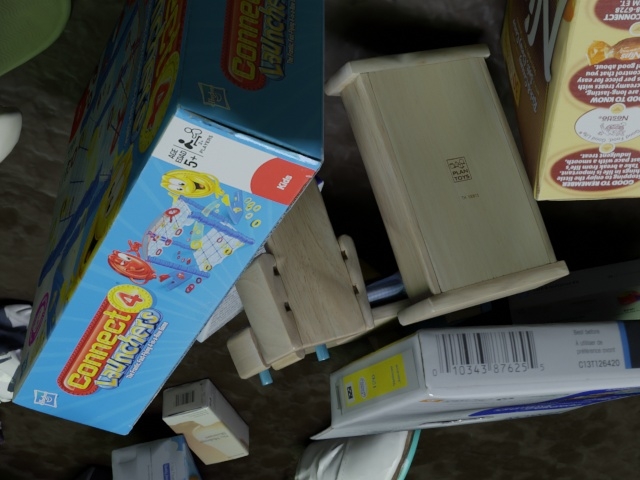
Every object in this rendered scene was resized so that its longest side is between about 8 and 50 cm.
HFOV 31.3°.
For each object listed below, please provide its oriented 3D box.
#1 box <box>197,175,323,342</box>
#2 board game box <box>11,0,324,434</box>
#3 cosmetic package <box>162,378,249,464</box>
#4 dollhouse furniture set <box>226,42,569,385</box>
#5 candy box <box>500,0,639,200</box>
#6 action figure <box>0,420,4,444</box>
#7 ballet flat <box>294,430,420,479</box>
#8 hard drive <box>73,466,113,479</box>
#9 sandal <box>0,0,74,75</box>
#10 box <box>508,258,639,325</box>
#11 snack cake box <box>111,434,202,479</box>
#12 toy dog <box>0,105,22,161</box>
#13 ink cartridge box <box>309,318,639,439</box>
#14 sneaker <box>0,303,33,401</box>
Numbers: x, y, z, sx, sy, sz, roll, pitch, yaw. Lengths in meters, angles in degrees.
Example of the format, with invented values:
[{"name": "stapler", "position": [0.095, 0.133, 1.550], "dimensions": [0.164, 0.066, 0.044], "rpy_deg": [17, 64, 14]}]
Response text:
[{"name": "box", "position": [-0.077, -0.001, 1.008], "dimensions": [0.072, 0.126, 0.137], "rpy_deg": [39, 139, 16]}, {"name": "board game box", "position": [-0.102, -0.077, 0.785], "dimensions": [0.086, 0.308, 0.302], "rpy_deg": [19, 134, -20]}, {"name": "cosmetic package", "position": [-0.131, 0.211, 1.321], "dimensions": [0.060, 0.041, 0.115], "rpy_deg": [-17, 137, 15]}, {"name": "dollhouse furniture set", "position": [0.000, 0.000, 0.968], "dimensions": [0.286, 0.198, 0.303], "rpy_deg": [-12, 168, -31]}, {"name": "candy box", "position": [0.189, -0.198, 0.756], "dimensions": [0.087, 0.183, 0.316], "rpy_deg": [-1, 139, -1]}, {"name": "action figure", "position": [-0.434, 0.282, 1.349], "dimensions": [0.185, 0.099, 0.285], "rpy_deg": [-17, 124, 26]}, {"name": "ballet flat", "position": [0.020, 0.321, 1.408], "dimensions": [0.139, 0.139, 0.400], "rpy_deg": [4, 140, -8]}, {"name": "hard drive", "position": [-0.283, 0.383, 1.502], "dimensions": [0.172, 0.054, 0.255], "rpy_deg": [18, 134, -23]}, {"name": "sandal", "position": [-0.303, -0.134, 0.875], "dimensions": [0.302, 0.086, 0.120], "rpy_deg": [-29, 133, 27]}, {"name": "box", "position": [0.281, 0.101, 1.221], "dimensions": [0.145, 0.038, 0.186], "rpy_deg": [-11, 140, 9]}, {"name": "snack cake box", "position": [-0.168, 0.367, 1.342], "dimensions": [0.089, 0.152, 0.264], "rpy_deg": [-12, 138, -1]}, {"name": "toy dog", "position": [-0.394, -0.056, 0.726], "dimensions": [0.395, 0.284, 0.408], "rpy_deg": [-9, 116, 18]}, {"name": "ink cartridge box", "position": [0.173, 0.133, 1.096], "dimensions": [0.303, 0.072, 0.307], "rpy_deg": [-2, 168, -20]}, {"name": "sneaker", "position": [-0.331, 0.141, 1.190], "dimensions": [0.235, 0.094, 0.153], "rpy_deg": [14, 138, -19]}]
